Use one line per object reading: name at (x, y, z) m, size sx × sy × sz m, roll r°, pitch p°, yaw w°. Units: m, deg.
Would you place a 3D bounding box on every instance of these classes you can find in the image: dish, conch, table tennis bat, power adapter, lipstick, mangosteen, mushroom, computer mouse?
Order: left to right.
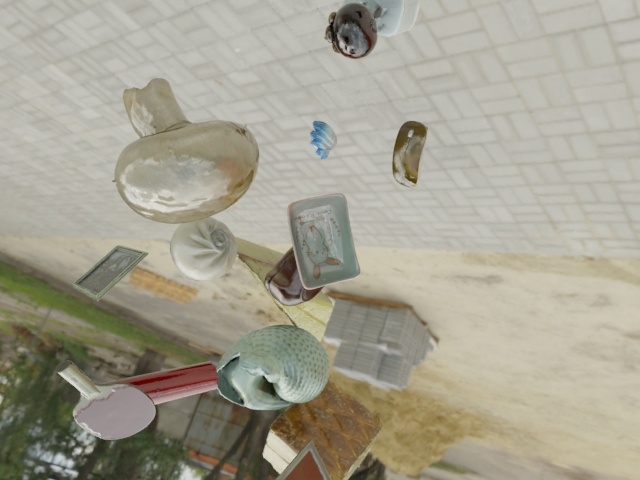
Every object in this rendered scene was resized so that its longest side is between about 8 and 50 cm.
table tennis bat at (-0.392, 0.290, 1.054) m, size 0.234 × 0.131 × 0.022 m, roll 63°, pitch 177°, yaw -41°
lipstick at (-0.358, 0.315, 1.239) m, size 0.280 × 0.073 × 0.073 m, roll -6°, pitch 174°, yaw -32°
mushroom at (-0.274, -0.187, 1.161) m, size 0.293 × 0.289 × 0.292 m, roll -20°, pitch 173°, yaw -3°
conch at (-0.144, 0.351, 1.685) m, size 0.303 × 0.215 × 0.319 m, roll -29°, pitch 128°, yaw 26°
dish at (0.000, 0.000, 1.416) m, size 0.151 × 0.212 × 0.077 m, roll -13°, pitch -175°, yaw -17°
mangosteen at (0.069, -0.504, 1.415) m, size 0.140 × 0.140 × 0.140 m, roll 16°, pitch 160°, yaw 6°
power adapter at (0.170, -0.685, 1.728) m, size 0.187 × 0.255 × 0.124 m, roll 21°, pitch 119°, yaw 15°
computer mouse at (0.328, -0.316, 2.151) m, size 0.126 × 0.244 × 0.056 m, roll 26°, pitch -153°, yaw 39°

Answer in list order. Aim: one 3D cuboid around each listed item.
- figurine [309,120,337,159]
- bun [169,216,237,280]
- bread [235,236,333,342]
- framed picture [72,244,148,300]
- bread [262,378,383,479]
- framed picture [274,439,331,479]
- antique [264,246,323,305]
figurine at (0.001, -0.294, 1.652) m, size 0.079 × 0.114 × 0.114 m, roll -3°, pitch 151°, yaw 39°
bun at (-0.286, 0.014, 1.480) m, size 0.173 × 0.172 × 0.120 m, roll 29°, pitch 145°, yaw -27°
bread at (-0.193, 0.184, 2.150) m, size 0.405 × 0.242 × 0.345 m, roll 14°, pitch -158°, yaw -38°
framed picture at (-0.745, 0.102, 2.054) m, size 0.296 × 0.232 × 0.019 m, roll 7°, pitch 139°, yaw 51°
bread at (0.007, 0.626, 1.842) m, size 0.279 × 0.279 × 0.207 m, roll 33°, pitch 134°, yaw 16°
framed picture at (-0.036, 0.671, 1.410) m, size 0.018 × 0.231 × 0.293 m, roll -9°, pitch 110°, yaw 43°
antique at (-0.055, 0.100, 1.885) m, size 0.129 × 0.278 × 0.223 m, roll 34°, pitch 136°, yaw 25°
